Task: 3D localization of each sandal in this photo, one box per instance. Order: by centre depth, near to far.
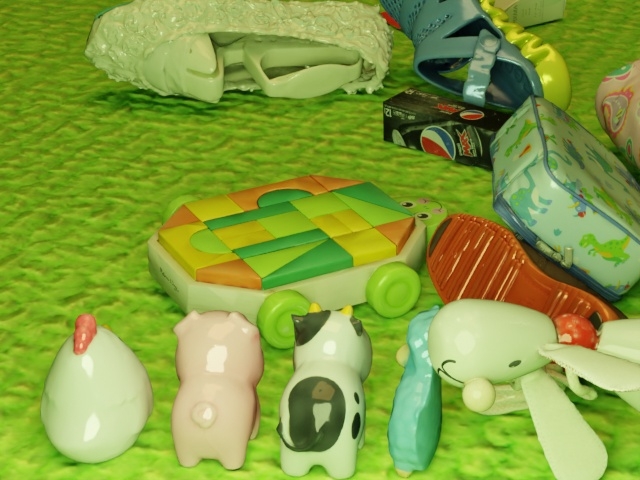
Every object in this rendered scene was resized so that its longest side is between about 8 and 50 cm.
[{"bbox_3d":[0.169,-0.249,2.080,0.138,0.126,0.317,-28,51,-23],"label":"sandal"}]

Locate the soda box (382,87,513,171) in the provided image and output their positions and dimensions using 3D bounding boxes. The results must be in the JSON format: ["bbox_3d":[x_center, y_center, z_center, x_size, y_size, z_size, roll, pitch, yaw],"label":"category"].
[{"bbox_3d":[0.156,-0.133,1.972,0.169,0.053,0.060,19,34,36],"label":"soda box"}]

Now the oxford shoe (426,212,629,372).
[{"bbox_3d":[0.201,0.060,1.562,0.098,0.097,0.271,21,13,-42],"label":"oxford shoe"}]

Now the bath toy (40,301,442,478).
[{"bbox_3d":[-0.071,0.116,1.415,0.348,0.129,0.151,0,27,5],"label":"bath toy"}]

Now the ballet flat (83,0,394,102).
[{"bbox_3d":[-0.098,-0.241,2.121,0.409,0.147,0.147,-4,27,-8],"label":"ballet flat"}]

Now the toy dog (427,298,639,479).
[{"bbox_3d":[0.261,0.137,1.322,0.334,0.220,0.161,-6,58,9],"label":"toy dog"}]

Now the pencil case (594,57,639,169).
[{"bbox_3d":[0.403,-0.111,1.839,0.124,0.124,0.284,-5,26,-7],"label":"pencil case"}]

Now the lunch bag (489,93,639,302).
[{"bbox_3d":[0.259,-0.042,1.676,0.176,0.090,0.219,35,24,-17],"label":"lunch bag"}]

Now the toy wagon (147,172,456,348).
[{"bbox_3d":[0.000,0.000,1.704,0.344,0.068,0.267,-15,30,-23],"label":"toy wagon"}]

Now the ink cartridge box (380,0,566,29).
[{"bbox_3d":[0.215,-0.348,2.395,0.225,0.056,0.181,-14,29,-26],"label":"ink cartridge box"}]
